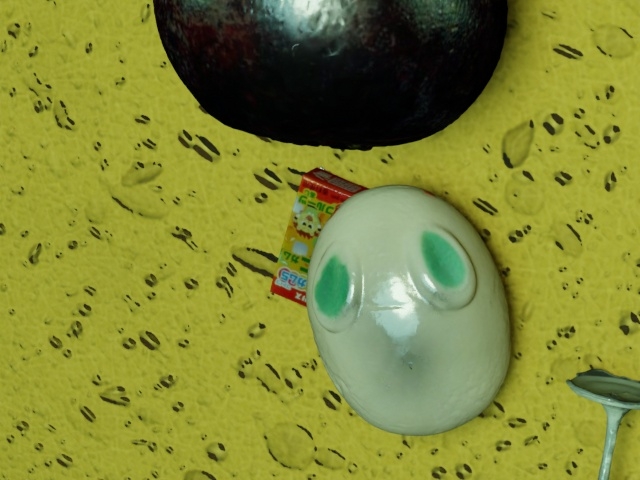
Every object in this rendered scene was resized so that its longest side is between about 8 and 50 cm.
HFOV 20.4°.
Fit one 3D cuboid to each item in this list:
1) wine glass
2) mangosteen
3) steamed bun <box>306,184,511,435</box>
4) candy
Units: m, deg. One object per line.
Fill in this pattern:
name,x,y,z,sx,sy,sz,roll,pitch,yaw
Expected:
wine glass,0.245,0.210,1.543,0.122,0.122,0.183,12,100,21
mangosteen,0.006,-0.217,1.453,0.300,0.300,0.300,5,104,23
steamed bun,0.075,0.066,1.555,0.177,0.131,0.228,-9,104,11
candy,0.000,0.000,1.639,0.062,0.038,0.122,23,109,18
